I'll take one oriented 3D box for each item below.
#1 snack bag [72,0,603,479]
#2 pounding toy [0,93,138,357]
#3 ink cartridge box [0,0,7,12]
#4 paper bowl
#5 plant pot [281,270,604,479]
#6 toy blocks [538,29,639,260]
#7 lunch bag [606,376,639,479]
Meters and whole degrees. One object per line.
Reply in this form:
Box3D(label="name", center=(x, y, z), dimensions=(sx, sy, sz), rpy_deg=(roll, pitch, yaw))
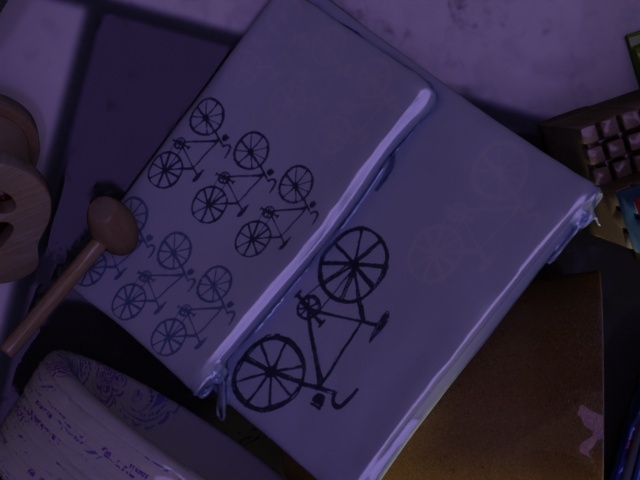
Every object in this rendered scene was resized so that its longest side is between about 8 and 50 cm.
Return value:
Box3D(label="snack bag", center=(0.000, 0.000, 1.363), dimensions=(0.342, 0.037, 0.323), rpy_deg=(39, 91, 27))
Box3D(label="pounding toy", center=(-0.280, -0.007, 1.334), dimensions=(0.269, 0.154, 0.155), rpy_deg=(-14, 55, -5))
Box3D(label="ink cartridge box", center=(-0.368, -0.222, 1.250), dimensions=(0.272, 0.309, 0.130), rpy_deg=(31, 92, -9))
Box3D(label="paper bowl", center=(-0.128, 0.219, 1.337), dimensions=(0.284, 0.284, 0.148), rpy_deg=(33, 90, -9))
Box3D(label="plant pot", center=(0.102, 0.143, 1.407), dimensions=(0.254, 0.237, 0.237), rpy_deg=(0, 96, 9))
Box3D(label="toy blocks", center=(0.350, -0.089, 1.373), dimensions=(0.381, 0.261, 0.191), rpy_deg=(-19, 98, -5))
Box3D(label="lunch bag", center=(0.356, 0.230, 1.486), dimensions=(0.243, 0.115, 0.303), rpy_deg=(15, 93, -6))
